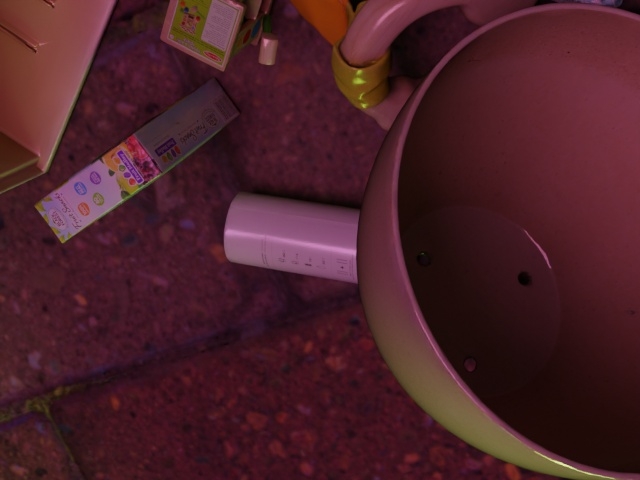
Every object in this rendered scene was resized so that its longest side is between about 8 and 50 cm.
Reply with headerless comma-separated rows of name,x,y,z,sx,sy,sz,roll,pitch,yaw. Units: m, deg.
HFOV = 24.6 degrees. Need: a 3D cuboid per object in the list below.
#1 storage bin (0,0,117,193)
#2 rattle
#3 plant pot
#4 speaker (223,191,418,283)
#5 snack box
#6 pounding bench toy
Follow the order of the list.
storage bin,-0.259,-0.149,0.990,0.123,0.260,0.262,34,119,10
rattle,0.089,-0.175,0.974,0.199,0.143,0.130,-38,126,14
plant pot,0.135,0.019,0.922,0.284,0.284,0.191,50,153,-3
speaker,0.000,0.000,1.061,0.136,0.055,0.055,9,113,18
snack box,-0.127,-0.058,1.038,0.100,0.141,0.037,-33,97,28
pounding bench toy,-0.055,-0.154,1.014,0.083,0.065,0.052,28,125,11
